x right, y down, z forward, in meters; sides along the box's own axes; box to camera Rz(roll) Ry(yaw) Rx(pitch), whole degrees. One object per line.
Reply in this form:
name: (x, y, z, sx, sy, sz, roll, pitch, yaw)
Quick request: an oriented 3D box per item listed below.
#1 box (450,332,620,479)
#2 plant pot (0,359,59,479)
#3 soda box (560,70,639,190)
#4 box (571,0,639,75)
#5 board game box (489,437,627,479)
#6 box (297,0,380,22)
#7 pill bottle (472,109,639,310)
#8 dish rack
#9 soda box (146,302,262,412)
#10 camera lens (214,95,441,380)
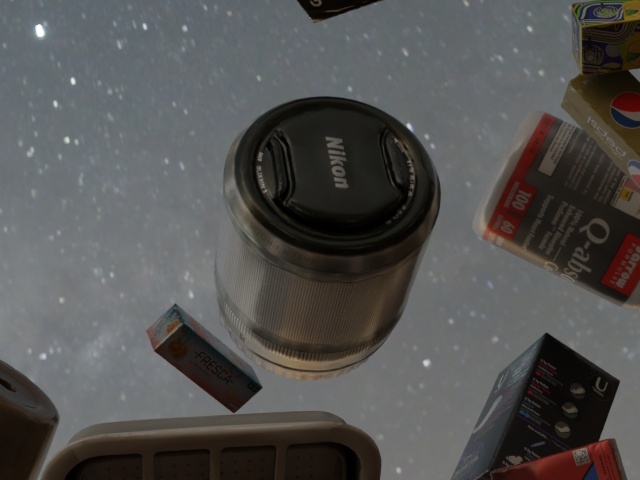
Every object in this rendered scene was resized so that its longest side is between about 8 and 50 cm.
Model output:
box: (0.316, 0.303, 1.776, 0.143, 0.270, 0.165, 33, -36, -2)
plant pot: (-0.419, 0.255, 1.348, 0.263, 0.263, 0.229, 36, -89, -38)
soda box: (0.329, -0.102, 1.207, 0.058, 0.181, 0.061, -36, -16, -9)
box: (0.337, -0.209, 1.171, 0.169, 0.054, 0.059, -8, -53, 3)
board game box: (0.282, 0.364, 1.250, 0.145, 0.281, 0.027, -23, -18, 29)
box: (0.027, -0.410, 1.358, 0.257, 0.079, 0.322, -15, -38, 24)
pill bottle: (0.424, -0.025, 1.721, 0.363, 0.210, 0.210, 27, -56, 10)
dish rack: (-0.099, 0.284, 1.070, 0.286, 0.072, 0.332, -2, -61, -10)
soda box: (-0.168, 0.173, 1.725, 0.063, 0.058, 0.183, -42, -55, 5)
camera lens: (0.000, 0.000, 1.262, 0.219, 0.219, 0.274, -8, -33, -14)
